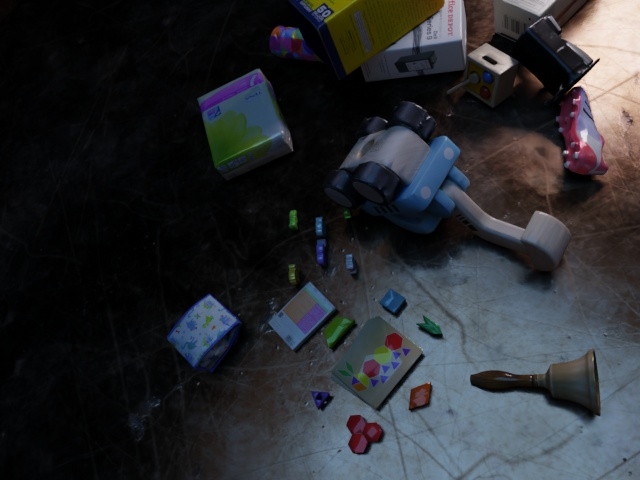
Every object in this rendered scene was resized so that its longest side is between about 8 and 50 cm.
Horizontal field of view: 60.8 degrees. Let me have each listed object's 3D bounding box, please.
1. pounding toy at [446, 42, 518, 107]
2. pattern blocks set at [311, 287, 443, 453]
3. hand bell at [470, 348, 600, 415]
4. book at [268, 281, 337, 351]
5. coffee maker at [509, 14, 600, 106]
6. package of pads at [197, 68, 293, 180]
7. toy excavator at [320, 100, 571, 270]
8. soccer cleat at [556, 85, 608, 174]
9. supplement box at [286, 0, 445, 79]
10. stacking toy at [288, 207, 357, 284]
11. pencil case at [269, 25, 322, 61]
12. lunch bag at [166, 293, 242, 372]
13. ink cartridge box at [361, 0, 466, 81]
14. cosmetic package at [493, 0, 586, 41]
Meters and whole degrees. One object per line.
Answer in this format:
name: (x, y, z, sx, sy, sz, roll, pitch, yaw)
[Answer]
pounding toy: (0.421, -0.425, 1.433, 0.100, 0.130, 0.141, -36, 59, -15)
pattern blocks set: (0.123, 0.278, 1.231, 0.325, 0.026, 0.285, -41, 60, -5)
hand bell: (0.425, 0.281, 1.103, 0.242, 0.126, 0.126, -5, 63, 29)
book: (-0.044, 0.185, 1.330, 0.144, 0.035, 0.096, -43, 63, -5)
coffee maker: (0.564, -0.449, 1.344, 0.178, 0.120, 0.171, 48, 51, 10)
package of pads: (-0.220, -0.345, 1.609, 0.229, 0.101, 0.296, -23, 61, 8)
toy excavator: (0.289, -0.099, 1.269, 0.222, 0.445, 0.433, -59, 21, -13)
soccer cleat: (0.633, -0.263, 1.313, 0.095, 0.083, 0.247, 14, 61, -8)
supplement box: (0.119, -0.640, 1.447, 0.357, 0.195, 0.194, -36, 58, 0)
stacking toy: (0.000, 0.000, 1.395, 0.167, 0.052, 0.221, -10, 62, 13)
pencil case: (-0.039, -0.598, 1.677, 0.237, 0.104, 0.104, 19, 72, 25)
lunch bag: (-0.280, 0.226, 1.349, 0.129, 0.096, 0.151, 35, 89, 29)
ink cartridge box: (0.263, -0.586, 1.555, 0.290, 0.121, 0.211, -2, 64, 18)
cosmetic package: (0.626, -0.681, 1.481, 0.296, 0.129, 0.153, -44, 59, -6)
